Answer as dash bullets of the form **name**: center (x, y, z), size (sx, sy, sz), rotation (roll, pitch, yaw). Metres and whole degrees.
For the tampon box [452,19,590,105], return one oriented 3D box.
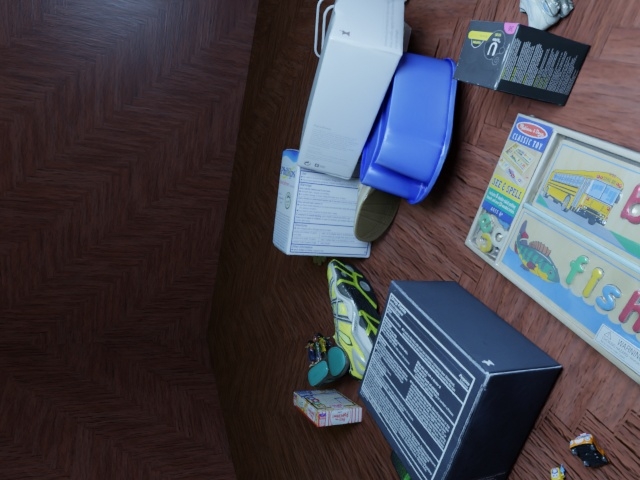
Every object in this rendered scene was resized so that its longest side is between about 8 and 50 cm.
- **tampon box**: center (0.336, -0.301, 0.771), size (0.120, 0.161, 0.101), rotation (-129, 47, -56)

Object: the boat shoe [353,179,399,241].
- **boat shoe**: center (0.154, -0.145, 1.235), size (0.098, 0.109, 0.302), rotation (-136, 59, -66)

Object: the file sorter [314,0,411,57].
- **file sorter**: center (0.103, -0.542, 1.263), size (0.192, 0.173, 0.277), rotation (96, 161, -45)

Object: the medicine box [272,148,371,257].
- **medicine box**: center (0.018, -0.105, 1.331), size (0.149, 0.264, 0.289), rotation (-152, 68, -64)

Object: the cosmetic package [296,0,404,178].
- **cosmetic package**: center (0.060, -0.357, 1.072), size (0.385, 0.156, 0.217), rotation (115, 166, -57)

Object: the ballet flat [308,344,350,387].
- **ballet flat**: center (0.052, 0.383, 1.398), size (0.280, 0.096, 0.095), rotation (131, 134, -53)

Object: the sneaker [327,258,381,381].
- **sneaker**: center (0.080, 0.210, 1.268), size (0.147, 0.145, 0.384), rotation (-49, 39, 28)

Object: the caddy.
- **caddy**: center (0.212, -0.252, 1.021), size (0.241, 0.179, 0.341), rotation (120, 161, -72)

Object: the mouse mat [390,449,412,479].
- **mouse mat**: center (0.230, 0.532, 1.093), size (0.152, 0.007, 0.189), rotation (-121, 42, -52)

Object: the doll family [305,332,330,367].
- **doll family**: center (-0.012, 0.376, 1.575), size (0.193, 0.076, 0.111), rotation (132, 131, -59)

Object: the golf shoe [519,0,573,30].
- **golf shoe**: center (0.380, -0.454, 0.812), size (0.086, 0.069, 0.176), rotation (138, 132, -66)

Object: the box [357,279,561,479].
- **box**: center (0.242, 0.272, 0.879), size (0.296, 0.183, 0.293), rotation (-131, 48, -55)

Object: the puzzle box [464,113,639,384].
- **puzzle box**: center (0.409, -0.015, 0.705), size (0.409, 0.052, 0.272), rotation (-126, 46, -55)

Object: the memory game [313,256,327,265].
- **memory game**: center (0.000, 0.000, 1.669), size (0.186, 0.012, 0.186), rotation (-177, 90, -65)

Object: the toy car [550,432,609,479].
- **toy car**: center (0.387, 0.337, 0.709), size (0.122, 0.060, 0.040), rotation (-57, 5, 37)

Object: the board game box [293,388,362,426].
- **board game box**: center (0.018, 0.509, 1.397), size (0.193, 0.147, 0.045), rotation (180, 93, -67)
